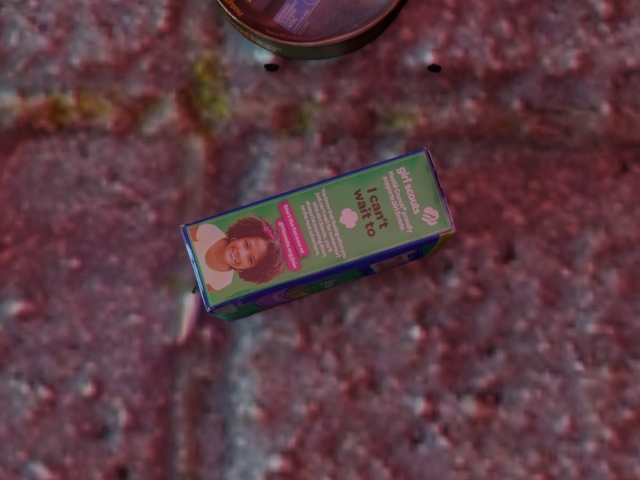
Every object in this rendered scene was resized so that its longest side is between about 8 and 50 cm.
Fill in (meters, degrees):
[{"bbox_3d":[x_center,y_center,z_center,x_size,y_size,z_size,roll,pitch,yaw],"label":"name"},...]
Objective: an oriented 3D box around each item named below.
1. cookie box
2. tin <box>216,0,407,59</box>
[{"bbox_3d":[0.000,0.000,0.524,0.107,0.092,0.040,-19,84,-1],"label":"cookie box"},{"bbox_3d":[0.018,-0.174,0.580,0.106,0.040,0.189,35,83,3],"label":"tin"}]
